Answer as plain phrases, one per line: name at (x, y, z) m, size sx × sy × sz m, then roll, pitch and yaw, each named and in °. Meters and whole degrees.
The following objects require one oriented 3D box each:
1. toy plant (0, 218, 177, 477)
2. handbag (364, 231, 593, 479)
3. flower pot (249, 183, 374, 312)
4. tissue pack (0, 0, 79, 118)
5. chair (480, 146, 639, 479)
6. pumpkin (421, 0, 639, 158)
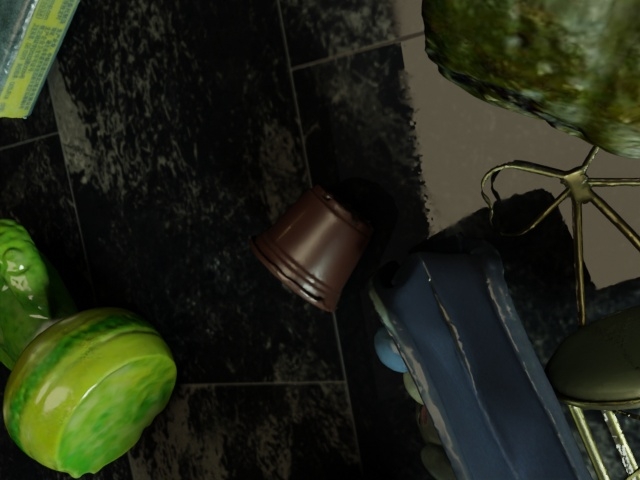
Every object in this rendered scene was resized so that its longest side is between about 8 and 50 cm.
toy plant at (-0.332, 0.108, 0.733) m, size 0.316 × 0.185 × 0.224 m, roll 33°, pitch 130°, yaw 27°
handbag at (0.134, 0.159, 0.485) m, size 0.119 × 0.269 × 0.325 m, roll -23°, pitch 86°, yaw 7°
flower pot at (0.000, 0.000, 0.597) m, size 0.111 × 0.111 × 0.089 m, roll 41°, pitch 98°, yaw 13°
tissue pack at (-0.375, -0.300, 0.721) m, size 0.185 × 0.081 × 0.257 m, roll 40°, pitch 112°, yaw 14°
chair at (0.241, 0.079, 0.464) m, size 0.160 × 0.170 × 0.325 m, roll -24°, pitch 95°, yaw 29°
pumpkin at (0.193, -0.196, 0.363) m, size 0.226 × 0.303 × 0.256 m, roll 18°, pitch 73°, yaw 20°
